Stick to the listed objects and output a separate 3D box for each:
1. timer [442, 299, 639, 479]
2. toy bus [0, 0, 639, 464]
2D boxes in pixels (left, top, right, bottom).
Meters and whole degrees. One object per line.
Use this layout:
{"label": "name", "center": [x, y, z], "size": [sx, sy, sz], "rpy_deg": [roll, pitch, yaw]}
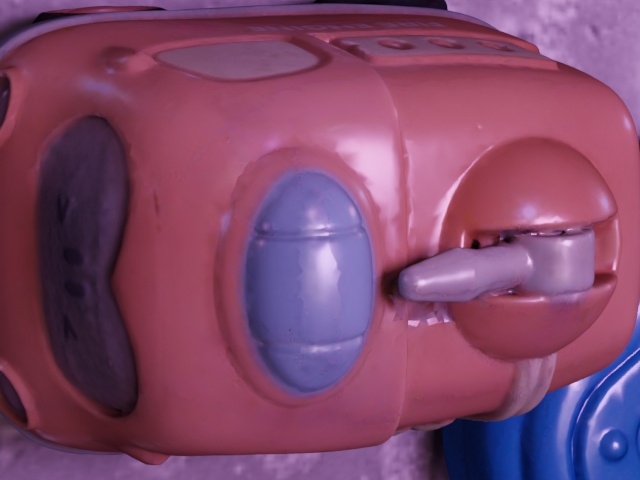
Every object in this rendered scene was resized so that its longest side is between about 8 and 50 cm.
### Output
{"label": "timer", "center": [0.241, 0.110, 0.932], "size": [0.309, 0.115, 0.340], "rpy_deg": [-39, 113, -13]}
{"label": "toy bus", "center": [0.000, 0.000, 0.732], "size": [0.287, 0.232, 0.194], "rpy_deg": [-6, 103, -27]}
